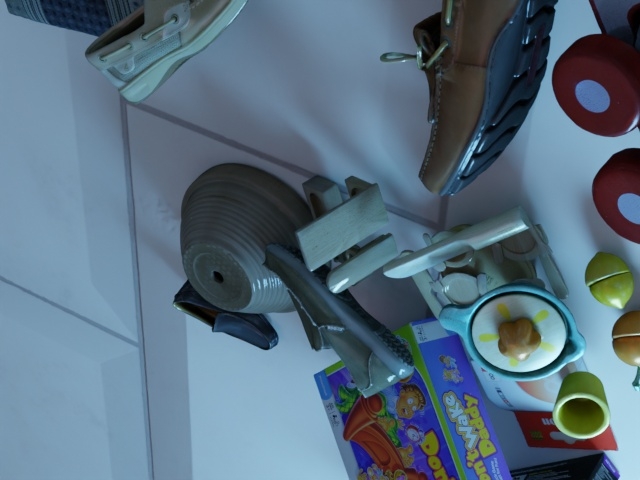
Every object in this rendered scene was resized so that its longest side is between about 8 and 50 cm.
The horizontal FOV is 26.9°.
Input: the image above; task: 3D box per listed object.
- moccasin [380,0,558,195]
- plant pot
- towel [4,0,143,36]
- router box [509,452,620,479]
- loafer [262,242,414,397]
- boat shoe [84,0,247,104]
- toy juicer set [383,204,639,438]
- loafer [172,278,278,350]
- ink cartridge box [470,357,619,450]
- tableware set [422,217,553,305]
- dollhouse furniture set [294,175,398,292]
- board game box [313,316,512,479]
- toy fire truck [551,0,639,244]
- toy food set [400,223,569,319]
[{"bbox_3d":[0.156,-0.210,1.413,0.147,0.139,0.380,31,141,23],"label":"moccasin"},{"bbox_3d":[-0.111,0.021,1.841,0.237,0.110,0.237,22,136,22],"label":"plant pot"},{"bbox_3d":[-0.319,-0.407,1.697,0.312,0.056,0.324,17,136,30],"label":"towel"},{"bbox_3d":[0.296,0.353,1.782,0.179,0.133,0.046,-22,108,47],"label":"router box"},{"bbox_3d":[0.007,0.103,1.716,0.251,0.094,0.087,45,103,16],"label":"loafer"},{"bbox_3d":[-0.172,-0.279,1.599,0.098,0.109,0.302,39,131,-20],"label":"boat shoe"},{"bbox_3d":[0.256,0.082,1.562,0.329,0.089,0.209,37,121,-10],"label":"toy juicer set"},{"bbox_3d":[-0.142,0.119,1.983,0.170,0.061,0.062,29,136,15],"label":"loafer"},{"bbox_3d":[0.290,0.213,1.737,0.145,0.045,0.179,-5,118,41],"label":"ink cartridge box"},{"bbox_3d":[0.204,0.035,1.621,0.169,0.020,0.141,-5,125,27],"label":"tableware set"},{"bbox_3d":[0.000,0.000,1.687,0.151,0.123,0.144,26,141,52],"label":"dollhouse furniture set"},{"bbox_3d":[0.137,0.300,1.787,0.233,0.078,0.347,-35,70,49],"label":"board game box"},{"bbox_3d":[0.380,-0.131,1.252,0.254,0.169,0.302,3,127,47],"label":"toy fire truck"},{"bbox_3d":[0.208,0.032,1.660,0.192,0.038,0.132,-11,122,31],"label":"toy food set"}]
